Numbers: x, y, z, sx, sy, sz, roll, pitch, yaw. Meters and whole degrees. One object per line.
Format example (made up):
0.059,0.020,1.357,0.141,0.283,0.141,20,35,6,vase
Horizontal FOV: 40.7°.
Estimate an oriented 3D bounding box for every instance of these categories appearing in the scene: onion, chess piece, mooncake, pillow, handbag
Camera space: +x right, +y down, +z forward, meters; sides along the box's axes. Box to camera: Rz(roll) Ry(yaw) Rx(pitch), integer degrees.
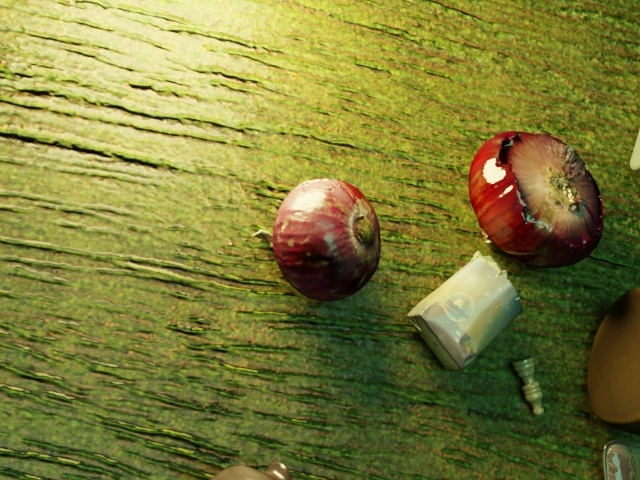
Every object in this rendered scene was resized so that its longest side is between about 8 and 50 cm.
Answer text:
0.009,-0.001,1.231,0.177,0.153,0.177,12,65,-26,onion
0.331,0.231,1.361,0.035,0.035,0.092,-16,87,-24,chess piece
0.521,0.201,1.345,0.117,0.235,0.235,17,72,-20,mooncake
0.551,0.383,1.406,0.232,0.038,0.131,2,79,-23,pillow
0.230,0.104,1.319,0.173,0.095,0.117,-39,97,-21,handbag
0.335,-0.064,1.365,0.248,0.161,0.248,6,78,-30,onion

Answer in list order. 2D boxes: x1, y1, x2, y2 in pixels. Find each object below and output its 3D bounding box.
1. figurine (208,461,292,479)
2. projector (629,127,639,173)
-0.039,0.411,1.123,0.365,0.206,0.218,20,93,-41,figurine
0.687,-0.195,1.562,0.198,0.108,0.250,27,71,-14,projector
